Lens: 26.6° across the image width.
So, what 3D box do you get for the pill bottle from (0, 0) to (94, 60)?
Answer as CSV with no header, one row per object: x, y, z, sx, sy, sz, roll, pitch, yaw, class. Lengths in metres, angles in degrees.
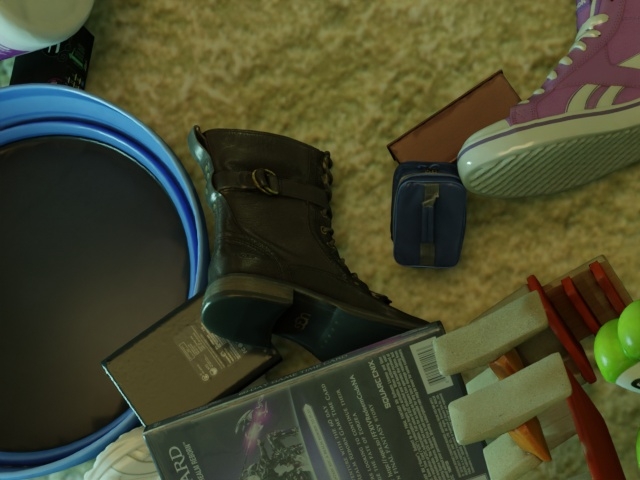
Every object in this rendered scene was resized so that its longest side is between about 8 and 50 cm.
-0.381,-0.250,1.349,0.301,0.169,0.169,-7,71,37,pill bottle

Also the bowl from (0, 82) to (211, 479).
-0.290,0.041,1.325,0.391,0.077,0.391,-4,74,12,bowl

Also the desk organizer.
0.133,-0.100,1.280,0.130,0.047,0.050,-33,72,3,desk organizer

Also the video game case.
0.009,0.205,1.175,0.274,0.026,0.196,-20,102,5,video game case

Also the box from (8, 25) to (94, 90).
-0.278,-0.185,1.400,0.062,0.052,0.083,5,76,16,box

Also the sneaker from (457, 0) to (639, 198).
0.233,-0.142,1.232,0.282,0.102,0.161,-18,66,-13,sneaker

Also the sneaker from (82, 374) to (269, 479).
-0.123,0.209,1.231,0.232,0.090,0.115,-42,73,0,sneaker

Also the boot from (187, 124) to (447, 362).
0.000,0.000,1.244,0.263,0.091,0.229,19,45,-21,boot

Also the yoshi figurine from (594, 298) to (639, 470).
0.369,0.158,1.003,0.362,0.203,0.203,17,108,-13,yoshi figurine

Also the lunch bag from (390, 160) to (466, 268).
0.099,-0.025,1.229,0.067,0.065,0.098,0,115,-1,lunch bag

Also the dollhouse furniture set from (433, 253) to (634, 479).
0.212,0.136,1.090,0.135,0.262,0.259,-29,32,14,dollhouse furniture set

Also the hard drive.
-0.116,0.108,1.209,0.135,0.022,0.094,-35,76,-8,hard drive
